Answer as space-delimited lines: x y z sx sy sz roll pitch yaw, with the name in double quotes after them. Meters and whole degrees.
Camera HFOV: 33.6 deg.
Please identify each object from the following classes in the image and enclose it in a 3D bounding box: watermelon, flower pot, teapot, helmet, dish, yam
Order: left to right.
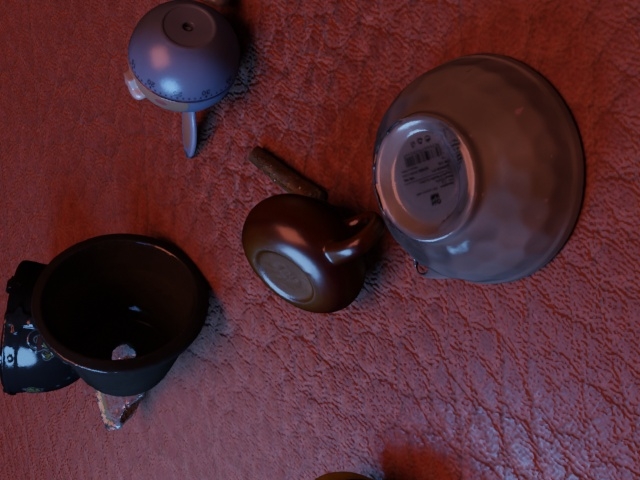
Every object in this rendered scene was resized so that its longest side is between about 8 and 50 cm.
-0.456 0.157 1.832 0.279 0.161 0.230 103 172 -80 "helmet"
-0.310 0.138 1.663 0.269 0.269 0.166 45 147 30 "flower pot"
-0.309 0.226 1.780 0.139 0.071 0.187 -1 88 39 "watermelon"
-0.049 -0.088 1.479 0.145 0.032 0.032 38 122 36 "yam"
0.000 0.000 1.376 0.178 0.135 0.252 46 148 -19 "teapot"
0.150 -0.075 1.217 0.303 0.120 0.302 9 104 43 "dish"

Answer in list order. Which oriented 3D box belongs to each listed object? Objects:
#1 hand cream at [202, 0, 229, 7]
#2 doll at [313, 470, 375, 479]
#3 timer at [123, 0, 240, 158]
-0.124 -0.453 1.470 0.079 0.048 0.255 25 113 29 "hand cream"
0.058 0.450 1.381 0.311 0.160 0.242 48 127 24 "doll"
-0.218 -0.234 1.531 0.255 0.175 0.175 -45 66 42 "timer"
